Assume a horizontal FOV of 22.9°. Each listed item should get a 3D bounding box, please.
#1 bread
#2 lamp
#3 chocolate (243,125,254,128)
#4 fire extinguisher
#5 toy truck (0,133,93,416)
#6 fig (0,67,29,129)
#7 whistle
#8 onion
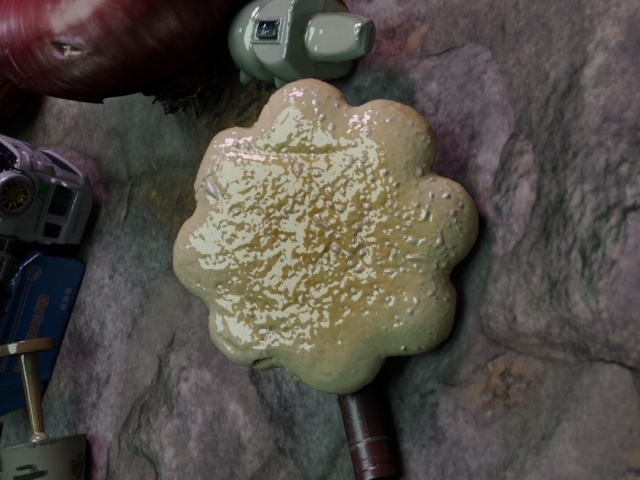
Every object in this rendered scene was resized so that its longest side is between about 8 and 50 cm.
[{"bbox_3d":[0.000,0.000,1.530,0.316,0.054,0.316,1,93,20],"label":"bread"},{"bbox_3d":[-0.348,0.229,1.932,0.121,0.121,0.215,-14,84,47],"label":"lamp"},{"bbox_3d":[-0.029,-0.082,1.645,0.248,0.110,0.110,-11,74,45],"label":"chocolate"},{"bbox_3d":[0.038,0.169,1.565,0.078,0.045,0.157,-46,50,52],"label":"fire extinguisher"},{"bbox_3d":[-0.413,0.050,2.007,0.146,0.175,0.367,33,107,46],"label":"toy truck"},{"bbox_3d":[-0.451,-0.237,2.106,0.290,0.190,0.191,-17,69,41],"label":"fig"},{"bbox_3d":[-0.022,-0.216,1.669,0.253,0.105,0.102,8,119,56],"label":"whistle"},{"bbox_3d":[-0.204,-0.271,1.798,0.347,0.285,0.348,-26,27,14],"label":"onion"}]
